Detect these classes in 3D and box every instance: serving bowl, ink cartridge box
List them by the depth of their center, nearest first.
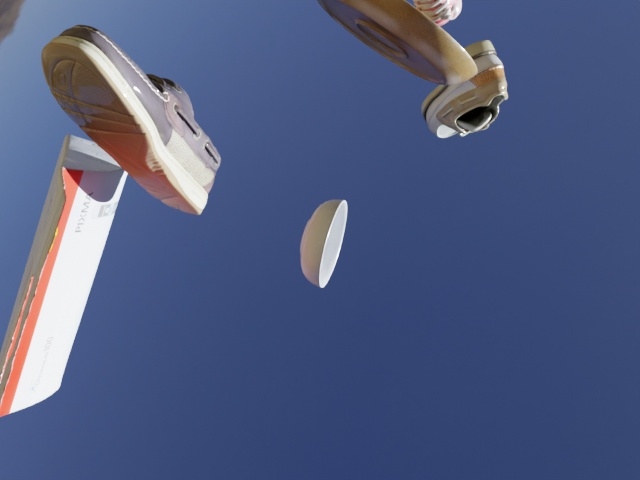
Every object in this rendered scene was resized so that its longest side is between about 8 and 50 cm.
[{"bbox_3d":[0.000,0.000,0.619,0.027,0.083,0.083,16,-115,11],"label":"serving bowl"},{"bbox_3d":[-0.303,0.056,0.789,0.308,0.091,0.385,-69,-155,9],"label":"ink cartridge box"}]

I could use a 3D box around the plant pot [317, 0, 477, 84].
[{"bbox_3d":[0.081,-0.252,0.808,0.032,0.236,0.236,-57,-146,7],"label":"plant pot"}]

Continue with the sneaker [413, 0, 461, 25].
[{"bbox_3d":[0.117,-0.260,0.704,0.051,0.070,0.134,1,-162,28],"label":"sneaker"}]

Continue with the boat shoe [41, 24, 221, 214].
[{"bbox_3d":[-0.180,-0.128,0.699,0.103,0.285,0.092,16,-111,23],"label":"boat shoe"}]

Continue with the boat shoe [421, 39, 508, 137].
[{"bbox_3d":[0.266,-0.247,1.251,0.113,0.302,0.103,-23,-102,-4],"label":"boat shoe"}]
